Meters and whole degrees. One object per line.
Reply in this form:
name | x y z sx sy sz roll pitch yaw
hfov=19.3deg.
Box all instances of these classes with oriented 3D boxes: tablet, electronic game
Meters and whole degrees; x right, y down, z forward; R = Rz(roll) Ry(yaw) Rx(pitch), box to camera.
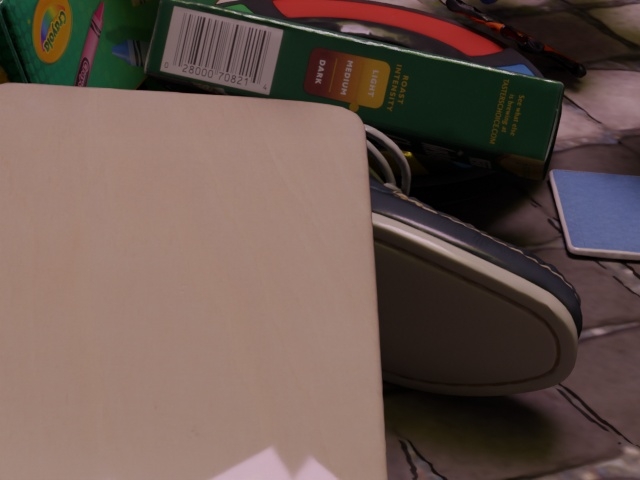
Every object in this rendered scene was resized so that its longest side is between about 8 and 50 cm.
tablet | 0.146 -0.013 0.950 0.054 0.006 0.083 4 31 -4
electronic game | 0.012 -0.078 0.997 0.229 0.048 0.229 4 30 -2

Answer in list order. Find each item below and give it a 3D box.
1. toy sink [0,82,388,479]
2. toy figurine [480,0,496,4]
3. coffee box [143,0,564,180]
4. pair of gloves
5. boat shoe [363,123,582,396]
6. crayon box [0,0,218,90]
toy sink | -0.062 0.062 0.658 0.152 0.131 0.234 4 35 -5
toy figurine | 0.154 -0.158 1.088 0.217 0.191 0.362 -8 25 15
coffee box | 0.019 -0.068 0.865 0.184 0.040 0.113 13 -1 5
pair of gloves | 0.113 -0.117 1.089 0.083 0.010 0.074 21 11 -35
boat shoe | 0.000 0.000 0.820 0.254 0.095 0.079 11 40 26
crayon box | -0.157 -0.113 0.934 0.165 0.081 0.278 -10 23 22
